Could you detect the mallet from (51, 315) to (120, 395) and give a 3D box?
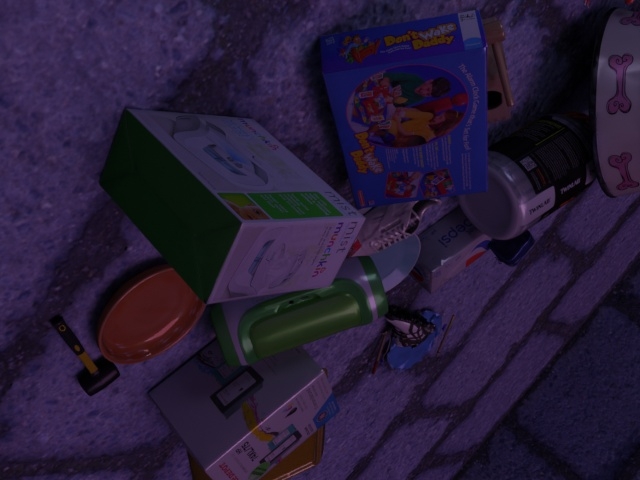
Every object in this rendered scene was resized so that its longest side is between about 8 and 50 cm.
[{"bbox_3d":[-0.360,0.170,1.226,0.062,0.039,0.189,-31,142,-23],"label":"mallet"}]

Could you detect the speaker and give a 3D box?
[{"bbox_3d":[-0.037,0.123,1.397,0.297,0.131,0.131,-18,144,-5],"label":"speaker"}]

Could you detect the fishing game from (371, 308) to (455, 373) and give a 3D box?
[{"bbox_3d":[0.239,0.254,2.058,0.264,0.041,0.189,-11,127,-37],"label":"fishing game"}]

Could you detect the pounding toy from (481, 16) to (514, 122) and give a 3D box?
[{"bbox_3d":[0.260,-0.282,1.314,0.094,0.181,0.206,-9,150,11],"label":"pounding toy"}]

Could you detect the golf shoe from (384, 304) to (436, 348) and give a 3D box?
[{"bbox_3d":[0.204,0.218,1.915,0.198,0.077,0.094,26,101,-49],"label":"golf shoe"}]

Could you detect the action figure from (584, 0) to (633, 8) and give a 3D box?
[{"bbox_3d":[0.504,-0.479,1.472,0.280,0.091,0.139,14,103,-56],"label":"action figure"}]

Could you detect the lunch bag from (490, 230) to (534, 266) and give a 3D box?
[{"bbox_3d":[0.434,0.012,1.794,0.098,0.067,0.065,-49,150,6],"label":"lunch bag"}]

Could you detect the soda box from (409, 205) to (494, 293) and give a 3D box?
[{"bbox_3d":[0.322,-0.008,1.797,0.286,0.098,0.091,-35,148,-20],"label":"soda box"}]

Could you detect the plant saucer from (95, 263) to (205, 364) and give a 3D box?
[{"bbox_3d":[-0.270,0.111,1.263,0.200,0.037,0.200,-32,147,-25],"label":"plant saucer"}]

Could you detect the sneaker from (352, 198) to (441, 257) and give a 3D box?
[{"bbox_3d":[0.126,-0.028,1.535,0.235,0.095,0.090,-47,151,3],"label":"sneaker"}]

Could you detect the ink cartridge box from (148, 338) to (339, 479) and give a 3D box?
[{"bbox_3d":[-0.138,0.305,1.492,0.270,0.197,0.198,-38,148,-13],"label":"ink cartridge box"}]

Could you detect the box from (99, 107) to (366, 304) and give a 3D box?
[{"bbox_3d":[-0.117,-0.049,1.046,0.231,0.262,0.126,-4,129,-48],"label":"box"}]

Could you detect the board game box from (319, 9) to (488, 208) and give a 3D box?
[{"bbox_3d":[0.144,-0.191,1.262,0.233,0.078,0.347,-7,147,7],"label":"board game box"}]

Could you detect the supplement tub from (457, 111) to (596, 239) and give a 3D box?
[{"bbox_3d":[0.462,-0.150,1.710,0.316,0.193,0.193,-30,146,-25],"label":"supplement tub"}]

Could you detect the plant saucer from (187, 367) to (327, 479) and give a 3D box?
[{"bbox_3d":[-0.118,0.457,1.751,0.333,0.081,0.332,-21,142,-20],"label":"plant saucer"}]

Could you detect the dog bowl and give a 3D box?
[{"bbox_3d":[0.698,-0.293,1.686,0.408,0.150,0.407,-8,99,-55],"label":"dog bowl"}]

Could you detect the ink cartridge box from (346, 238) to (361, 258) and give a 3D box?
[{"bbox_3d":[0.000,0.000,1.440,0.109,0.063,0.150,-43,150,-5],"label":"ink cartridge box"}]

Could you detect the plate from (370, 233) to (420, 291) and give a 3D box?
[{"bbox_3d":[0.127,0.045,1.668,0.188,0.024,0.188,-21,139,-20],"label":"plate"}]
